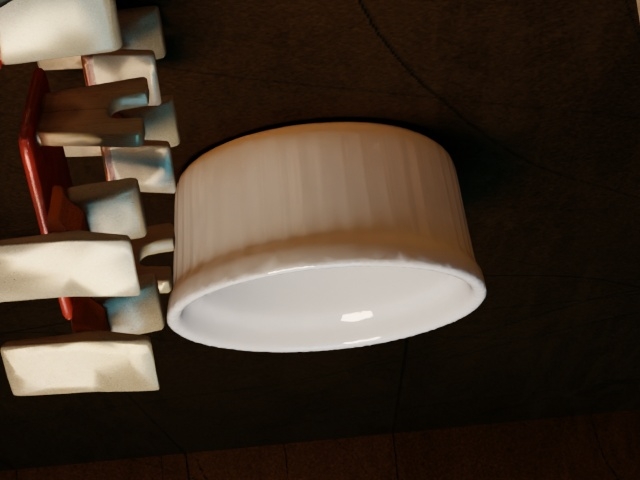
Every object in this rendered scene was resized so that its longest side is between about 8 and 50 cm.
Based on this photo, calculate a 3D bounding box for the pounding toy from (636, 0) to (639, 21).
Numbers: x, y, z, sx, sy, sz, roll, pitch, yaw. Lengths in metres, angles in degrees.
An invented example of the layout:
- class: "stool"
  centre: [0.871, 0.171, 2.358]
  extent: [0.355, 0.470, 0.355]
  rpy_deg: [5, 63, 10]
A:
- class: "pounding toy"
  centre: [0.299, -0.136, 1.141]
  extent: [0.130, 0.100, 0.141]
  rpy_deg: [10, 157, -39]

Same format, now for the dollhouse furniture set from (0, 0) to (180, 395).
- class: "dollhouse furniture set"
  centre: [-0.174, -0.070, 1.007]
  extent: [0.135, 0.262, 0.259]
  rpy_deg: [-4, 129, 2]

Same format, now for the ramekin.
- class: "ramekin"
  centre: [0.000, 0.000, 1.420]
  extent: [0.277, 0.135, 0.277]
  rpy_deg: [-5, 162, -2]

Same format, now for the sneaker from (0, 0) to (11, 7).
- class: "sneaker"
  centre: [-0.181, -0.168, 0.773]
  extent: [0.087, 0.227, 0.130]
  rpy_deg: [-23, 111, 32]
